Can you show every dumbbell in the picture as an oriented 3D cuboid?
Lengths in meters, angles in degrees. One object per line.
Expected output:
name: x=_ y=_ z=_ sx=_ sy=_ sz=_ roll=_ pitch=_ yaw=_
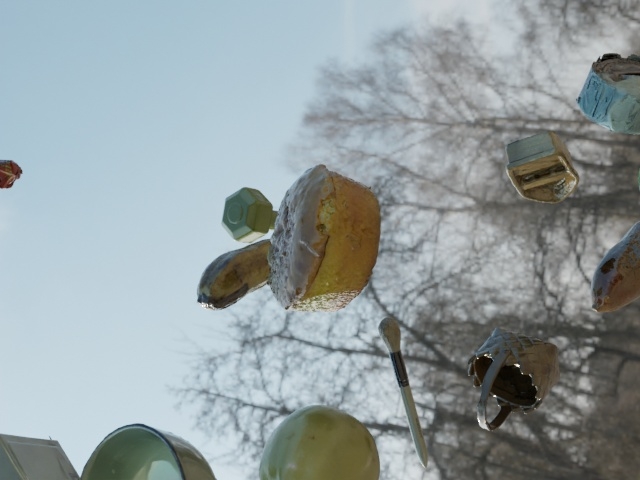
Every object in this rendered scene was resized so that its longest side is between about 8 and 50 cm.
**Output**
dumbbell: x=-0.091 y=-0.043 z=1.923 sx=0.302 sy=0.121 sz=0.108 roll=9 pitch=-60 yaw=-51

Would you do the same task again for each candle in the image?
candle: x=-0.553 y=-0.112 z=1.417 sx=0.052 sy=0.130 sz=0.052 roll=3 pitch=-90 yaw=-65

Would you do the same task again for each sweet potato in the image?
sweet potato: x=0.628 y=-0.002 z=1.616 sx=0.385 sy=0.109 sz=0.109 roll=-49 pitch=-34 yaw=-23

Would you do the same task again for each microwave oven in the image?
microwave oven: x=-0.457 y=0.391 z=1.280 sx=0.129 sy=0.163 sz=0.205 roll=-39 pitch=-20 yaw=-4

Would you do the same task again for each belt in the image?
belt: x=0.357 y=-0.169 z=0.983 sx=0.140 sy=0.105 sz=0.058 roll=-33 pitch=-33 yaw=-47

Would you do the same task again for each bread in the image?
bread: x=0.000 y=0.000 z=1.390 sx=0.268 sy=0.145 sz=0.269 roll=-169 pitch=90 yaw=-73

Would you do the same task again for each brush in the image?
brush: x=0.162 y=0.293 z=1.628 sx=0.039 sy=0.042 sz=0.299 roll=-167 pitch=64 yaw=-87

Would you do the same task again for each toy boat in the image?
toy boat: x=0.425 y=-0.135 z=1.613 sx=0.188 sy=0.116 sz=0.061 roll=38 pitch=-140 yaw=-53

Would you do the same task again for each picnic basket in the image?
picnic basket: x=0.315 y=0.244 z=1.450 sx=0.178 sy=0.137 sz=0.128 roll=-46 pitch=-48 yaw=-32

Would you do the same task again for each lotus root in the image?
lotus root: x=-0.148 y=0.060 z=1.681 sx=0.258 sy=0.097 sz=0.110 roll=-27 pitch=-13 yaw=-41

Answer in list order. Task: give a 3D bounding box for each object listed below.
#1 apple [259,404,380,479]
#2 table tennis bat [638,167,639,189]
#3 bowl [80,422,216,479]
apple: x=-0.002 y=0.353 z=1.326 sx=0.200 sy=0.200 sz=0.200 roll=8 pitch=-90 yaw=-68
table tennis bat: x=0.596 y=-0.104 z=1.234 sx=0.039 sy=0.257 sz=0.161 roll=-23 pitch=-87 yaw=-58
bowl: x=-0.319 y=0.551 z=1.696 sx=0.185 sy=0.353 sz=0.354 roll=20 pitch=-101 yaw=-47
